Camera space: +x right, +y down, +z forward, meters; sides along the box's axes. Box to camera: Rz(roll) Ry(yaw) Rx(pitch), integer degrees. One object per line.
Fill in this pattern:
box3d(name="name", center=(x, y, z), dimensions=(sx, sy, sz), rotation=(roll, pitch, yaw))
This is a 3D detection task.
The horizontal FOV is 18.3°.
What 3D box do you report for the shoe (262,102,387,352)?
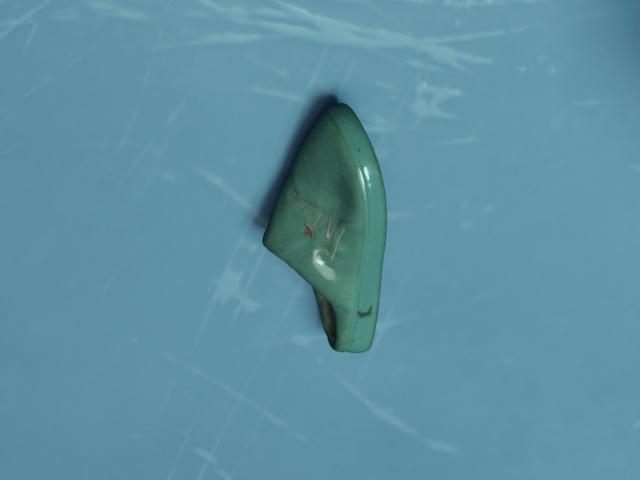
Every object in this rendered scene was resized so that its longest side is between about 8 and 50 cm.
box3d(name="shoe", center=(0.000, 0.000, 1.403), dimensions=(0.078, 0.079, 0.195), rotation=(-13, 125, -14))
